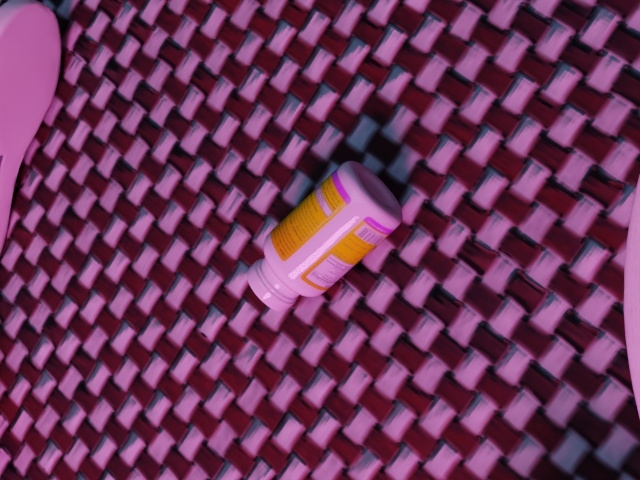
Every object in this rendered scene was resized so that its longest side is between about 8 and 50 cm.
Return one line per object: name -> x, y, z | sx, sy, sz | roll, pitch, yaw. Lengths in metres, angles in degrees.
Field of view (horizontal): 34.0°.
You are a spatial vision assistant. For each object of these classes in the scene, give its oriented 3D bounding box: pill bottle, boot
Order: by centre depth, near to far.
pill bottle -> 0.000, 0.000, 0.547 | 0.083, 0.043, 0.043 | -42, 67, 19
boot -> -0.234, -0.072, 0.671 | 0.086, 0.069, 0.190 | 25, 99, 26

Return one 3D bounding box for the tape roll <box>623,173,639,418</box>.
tape roll -> 0.305, 0.022, 0.356 | 0.392, 0.072, 0.392 | -3, 84, 29
